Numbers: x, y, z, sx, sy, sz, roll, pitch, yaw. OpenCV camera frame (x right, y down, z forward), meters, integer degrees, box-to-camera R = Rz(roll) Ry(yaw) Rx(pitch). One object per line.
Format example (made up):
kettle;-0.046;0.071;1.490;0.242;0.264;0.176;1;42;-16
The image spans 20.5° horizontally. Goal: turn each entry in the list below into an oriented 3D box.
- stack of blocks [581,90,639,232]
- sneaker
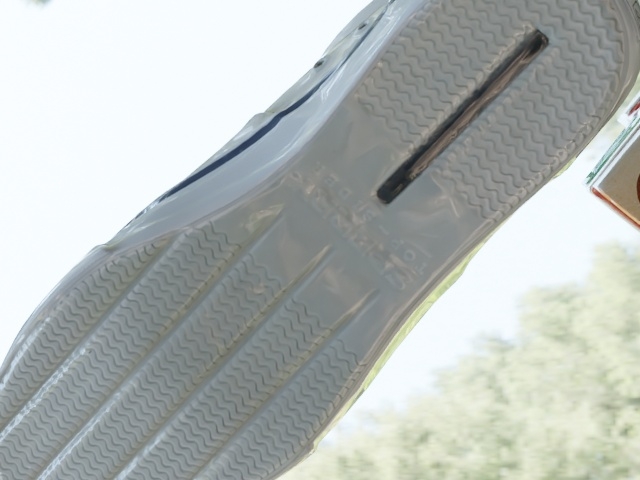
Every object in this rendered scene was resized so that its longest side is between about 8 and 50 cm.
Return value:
stack of blocks;0.212;-0.068;0.858;0.087;0.297;0.171;38;-83;2
sneaker;0.000;0.000;0.560;0.258;0.091;0.094;-39;-84;20
